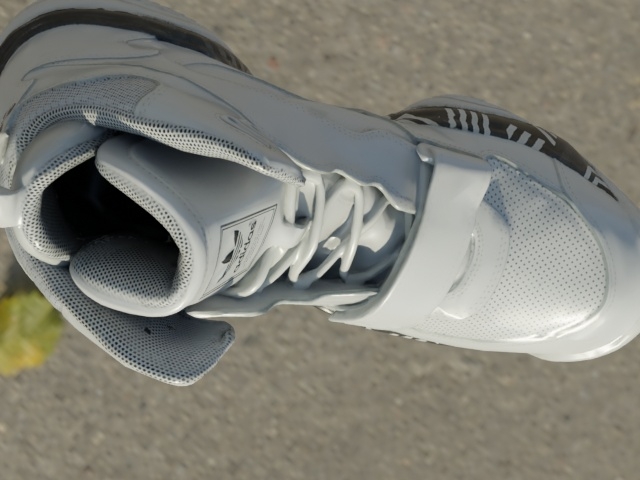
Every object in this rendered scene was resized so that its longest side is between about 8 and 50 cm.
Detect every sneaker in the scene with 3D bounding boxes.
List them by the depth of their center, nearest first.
[{"bbox_3d":[0.000,0.000,0.917,0.366,0.210,0.137,20,111,-6],"label":"sneaker"}]
